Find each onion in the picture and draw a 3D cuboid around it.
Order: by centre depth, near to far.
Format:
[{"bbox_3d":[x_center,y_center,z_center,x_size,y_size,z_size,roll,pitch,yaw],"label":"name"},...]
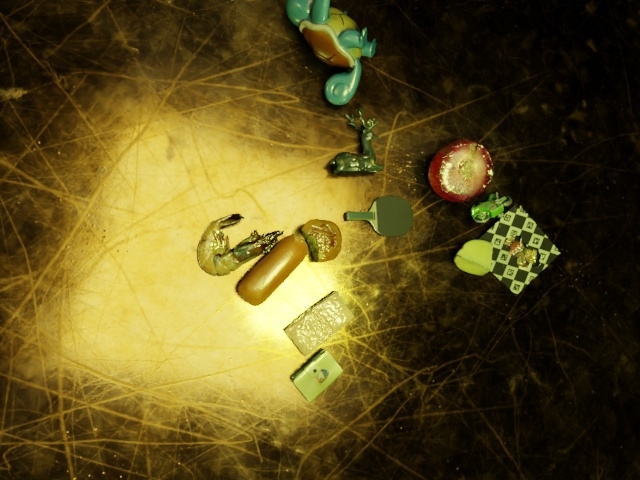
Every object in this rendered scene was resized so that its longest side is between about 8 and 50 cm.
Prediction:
[{"bbox_3d":[0.521,-0.258,1.587,0.247,0.161,0.248,0,87,-6],"label":"onion"}]

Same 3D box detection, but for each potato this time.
[{"bbox_3d":[0.579,0.052,1.633,0.149,0.081,0.120,24,61,-6],"label":"potato"}]

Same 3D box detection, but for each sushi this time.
[{"bbox_3d":[0.767,0.034,1.695,0.290,0.050,0.264,43,96,-11],"label":"sushi"}]

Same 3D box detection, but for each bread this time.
[{"bbox_3d":[0.007,-0.007,1.447,0.125,0.086,0.156,-30,97,-22],"label":"bread"}]

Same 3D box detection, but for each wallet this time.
[{"bbox_3d":[-0.013,0.454,1.430,0.155,0.039,0.110,-39,100,-16],"label":"wallet"}]

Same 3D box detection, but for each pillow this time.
[{"bbox_3d":[0.000,0.282,1.448,0.232,0.043,0.126,-36,91,-14],"label":"pillow"}]

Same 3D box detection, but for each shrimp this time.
[{"bbox_3d":[-0.270,-0.006,1.380,0.289,0.075,0.178,-29,92,-4],"label":"shrimp"}]

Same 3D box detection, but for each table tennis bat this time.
[{"bbox_3d":[0.221,-0.089,1.555,0.274,0.021,0.154,0,85,-19],"label":"table tennis bat"}]

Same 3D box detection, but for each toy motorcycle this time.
[{"bbox_3d":[0.652,-0.123,1.647,0.190,0.106,0.074,-32,119,-21],"label":"toy motorcycle"}]

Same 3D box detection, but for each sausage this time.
[{"bbox_3d":[-0.152,0.093,1.385,0.105,0.105,0.274,45,75,-9],"label":"sausage"}]

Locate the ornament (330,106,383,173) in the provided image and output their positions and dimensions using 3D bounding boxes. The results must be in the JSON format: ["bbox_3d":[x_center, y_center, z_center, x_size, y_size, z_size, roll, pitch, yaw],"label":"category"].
[{"bbox_3d":[0.120,-0.359,1.517,0.202,0.080,0.236,-5,89,-20],"label":"ornament"}]

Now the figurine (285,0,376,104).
[{"bbox_3d":[0.058,-0.702,1.468,0.417,0.242,0.298,63,30,-7],"label":"figurine"}]
